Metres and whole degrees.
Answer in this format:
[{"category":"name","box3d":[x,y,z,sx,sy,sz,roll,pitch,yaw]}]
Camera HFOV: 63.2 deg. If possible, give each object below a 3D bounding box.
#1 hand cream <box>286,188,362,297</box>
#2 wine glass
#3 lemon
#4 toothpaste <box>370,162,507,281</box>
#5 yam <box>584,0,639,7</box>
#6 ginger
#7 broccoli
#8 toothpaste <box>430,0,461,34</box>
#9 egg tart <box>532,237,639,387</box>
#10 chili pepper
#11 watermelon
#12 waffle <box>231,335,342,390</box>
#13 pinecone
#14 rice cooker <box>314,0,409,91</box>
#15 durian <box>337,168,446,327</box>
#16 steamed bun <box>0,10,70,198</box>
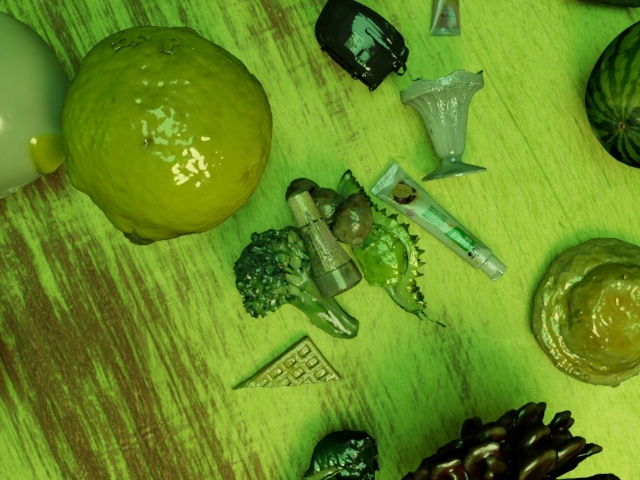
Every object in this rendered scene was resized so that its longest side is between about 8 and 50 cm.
[{"category":"hand cream","box3d":[0.000,0.000,0.942,0.084,0.084,0.203,-25,90,-3]},{"category":"wine glass","box3d":[0.248,-0.220,1.020,0.165,0.165,0.196,-10,92,-3]},{"category":"lemon","box3d":[-0.261,-0.176,0.906,0.350,0.350,0.387,13,91,-3]},{"category":"toothpaste","box3d":[0.248,-0.033,1.070,0.314,0.056,0.058,39,43,2]},{"category":"yam","box3d":[0.601,-0.532,1.084,0.179,0.078,0.078,5,88,-4]},{"category":"ginger","box3d":[0.015,-0.062,1.006,0.204,0.080,0.104,26,114,37]},{"category":"broccoli","box3d":[-0.039,0.076,1.029,0.275,0.177,0.198,25,50,-30]},{"category":"toothpaste","box3d":[0.262,-0.529,1.086,0.067,0.043,0.194,-1,94,-6]},{"category":"egg tart","box3d":[0.588,0.146,1.042,0.319,0.128,0.318,0,90,-5]},{"category":"chili pepper","box3d":[0.026,0.488,1.023,0.148,0.116,0.264,20,87,9]},{"category":"watermelon","box3d":[0.657,-0.281,0.977,0.285,0.285,0.285,0,89,-3]},{"category":"waffle","box3d":[-0.068,0.292,1.056,0.191,0.032,0.125,-38,93,-1]},{"category":"pinecone","box3d":[0.313,0.478,0.875,0.398,0.398,0.397,0,89,-3]},{"category":"rice cooker","box3d":[0.081,-0.387,1.023,0.203,0.142,0.118,40,99,-1]},{"category":"durian","box3d":[0.134,0.024,1.034,0.132,0.106,0.375,-29,86,2]},{"category":"steamed bun","box3d":[-0.625,-0.228,0.900,0.374,0.334,0.333,-24,90,2]}]
